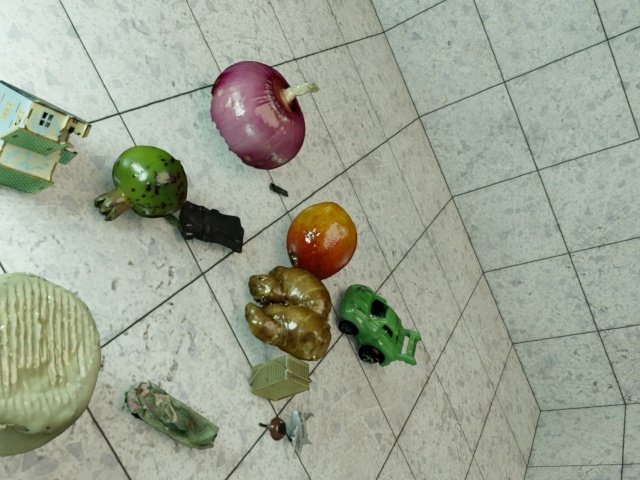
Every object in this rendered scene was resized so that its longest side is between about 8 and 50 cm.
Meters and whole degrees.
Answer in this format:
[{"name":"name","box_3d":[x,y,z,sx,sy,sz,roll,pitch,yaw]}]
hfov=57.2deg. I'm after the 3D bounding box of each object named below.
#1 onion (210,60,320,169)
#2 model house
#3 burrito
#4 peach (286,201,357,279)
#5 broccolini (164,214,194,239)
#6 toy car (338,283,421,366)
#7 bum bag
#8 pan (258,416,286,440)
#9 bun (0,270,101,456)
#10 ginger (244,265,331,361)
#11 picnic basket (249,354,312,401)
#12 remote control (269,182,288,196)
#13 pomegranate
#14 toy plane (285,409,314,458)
[{"name":"onion","box_3d":[-0.175,-0.415,1.908,0.358,0.344,0.359,161,-90,-88]},{"name":"model house","box_3d":[-0.632,-0.206,1.275,0.178,0.271,0.207,24,92,-52]},{"name":"burrito","box_3d":[-0.364,0.447,1.465,0.309,0.066,0.096,47,39,-37]},{"name":"peach","box_3d":[0.000,0.000,2.018,0.281,0.238,0.281,-50,157,-30]},{"name":"broccolini","box_3d":[-0.407,-0.051,1.663,0.140,0.030,0.035,48,5,-39]},{"name":"toy car","box_3d":[0.222,0.326,2.245,0.359,0.176,0.213,54,37,-24]},{"name":"bum bag","box_3d":[-0.317,-0.037,1.735,0.248,0.059,0.123,26,50,-54]},{"name":"pan","box_3d":[-0.140,0.563,1.766,0.115,0.023,0.069,32,52,-44]},{"name":"bun","box_3d":[-0.598,0.235,1.111,0.360,0.210,0.360,47,34,-46]},{"name":"ginger","box_3d":[-0.099,0.211,1.827,0.274,0.153,0.358,11,42,-8]},{"name":"picnic basket","box_3d":[-0.118,0.410,1.744,0.115,0.164,0.080,36,40,-41]},{"name":"remote control","box_3d":[-0.148,-0.177,2.083,0.091,0.016,0.034,24,42,-48]},{"name":"pomegranate","box_3d":[-0.457,-0.135,1.504,0.248,0.202,0.202,-40,112,-22]},{"name":"toy plane","box_3d":[-0.066,0.582,1.816,0.162,0.065,0.171,-61,142,-47]}]
